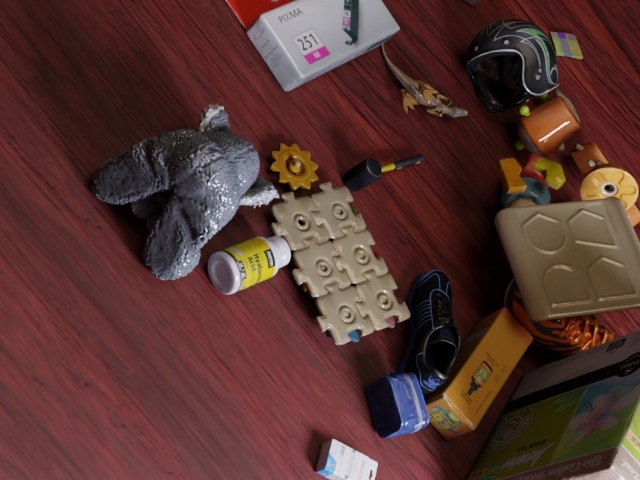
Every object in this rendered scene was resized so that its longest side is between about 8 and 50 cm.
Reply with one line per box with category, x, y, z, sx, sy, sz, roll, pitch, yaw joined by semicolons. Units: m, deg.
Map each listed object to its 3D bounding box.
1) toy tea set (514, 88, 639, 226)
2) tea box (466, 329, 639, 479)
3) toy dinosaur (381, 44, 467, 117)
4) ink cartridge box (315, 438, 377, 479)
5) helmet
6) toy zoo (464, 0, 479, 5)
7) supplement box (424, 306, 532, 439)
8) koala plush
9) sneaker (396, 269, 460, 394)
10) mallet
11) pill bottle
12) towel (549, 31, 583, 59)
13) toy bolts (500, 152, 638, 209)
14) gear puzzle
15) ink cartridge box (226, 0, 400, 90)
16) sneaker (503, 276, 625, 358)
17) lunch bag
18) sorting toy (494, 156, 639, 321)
toy tea set;0.489;-0.136;2.030;0.336;0.124;0.200;59;19;7
tea box;0.432;0.334;1.583;0.220;0.329;0.323;46;49;-9
toy dinosaur;0.168;-0.273;1.887;0.211;0.064;0.112;39;19;-8
ink cartridge box;0.038;0.325;1.500;0.083;0.028;0.048;31;53;-20
helmet;0.362;-0.339;1.983;0.169;0.169;0.161;-30;96;-41
toy zoo;0.234;-0.588;2.098;0.293;0.030;0.192;18;58;-29
supplement box;0.250;0.211;1.681;0.078;0.080;0.233;49;47;-5
koala plush;-0.159;-0.089;1.474;0.196;0.203;0.221;56;37;0
sneaker;0.185;0.138;1.660;0.081;0.090;0.232;28;54;-22
mallet;0.109;-0.120;1.776;0.189;0.062;0.039;-17;79;-55
pill bottle;-0.101;0.031;1.522;0.116;0.065;0.065;-23;83;-41
towel;0.525;-0.416;2.238;0.083;0.009;0.060;0;69;-35
toy bolts;0.434;-0.047;1.862;0.228;0.218;0.158;33;39;-9
gear puzzle;0.000;0.000;1.632;0.175;0.044;0.339;-17;76;-38
ink cartridge box;-0.022;-0.408;1.799;0.275;0.060;0.239;-34;91;-40
sneaker;0.459;0.160;1.751;0.321;0.180;0.124;35;80;-27
lunch bag;0.117;0.243;1.573;0.065;0.067;0.098;-1;67;-37
sorting toy;0.412;-0.009;1.763;0.229;0.041;0.307;-8;60;-13
